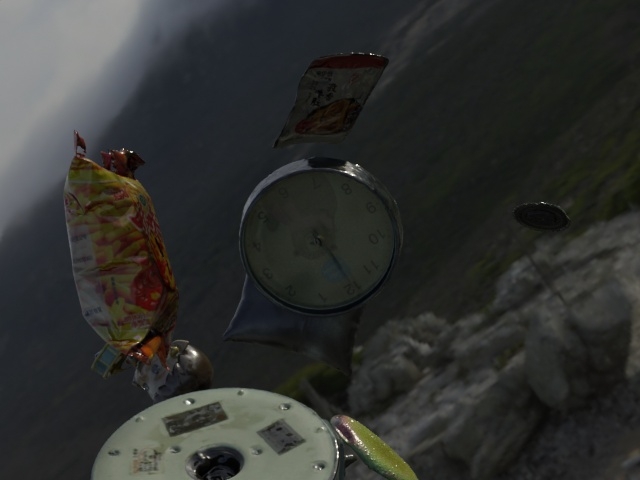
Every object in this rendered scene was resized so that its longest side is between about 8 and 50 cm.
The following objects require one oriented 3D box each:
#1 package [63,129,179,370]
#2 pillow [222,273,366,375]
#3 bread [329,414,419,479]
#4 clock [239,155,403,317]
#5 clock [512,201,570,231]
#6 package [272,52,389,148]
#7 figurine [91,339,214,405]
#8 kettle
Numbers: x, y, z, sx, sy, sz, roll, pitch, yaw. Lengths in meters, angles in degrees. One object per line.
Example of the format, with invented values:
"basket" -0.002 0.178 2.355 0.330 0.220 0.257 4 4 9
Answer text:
"package" -0.244 0.022 1.298 0.108 0.288 0.223 -17 -6 1
"pillow" -0.039 0.129 1.969 0.106 0.250 0.186 108 177 -81
"bread" 0.110 0.411 2.075 0.033 0.228 0.228 -51 8 2
"clock" 0.000 0.000 1.799 0.280 0.280 0.055 -34 15 13
"clock" 0.317 -0.033 1.542 0.083 0.074 0.010 -3 56 37
"package" 0.013 -0.247 1.918 0.154 0.030 0.239 -6 -35 -29
"figurine" -0.311 0.263 2.105 0.161 0.275 0.158 -62 -5 38
"kettle" -0.035 0.238 0.754 0.210 0.243 0.160 -16 30 -20
